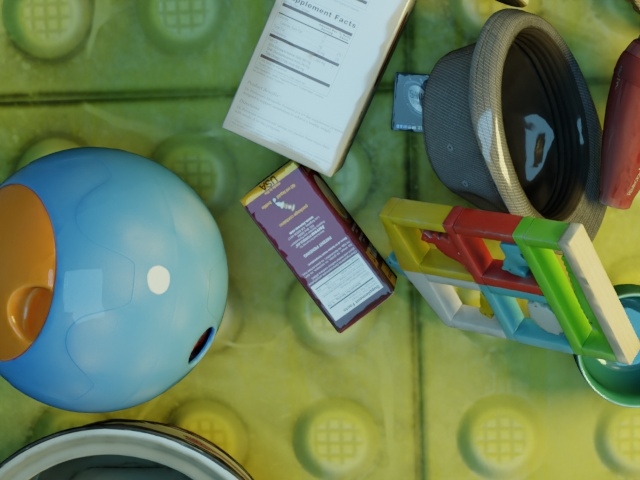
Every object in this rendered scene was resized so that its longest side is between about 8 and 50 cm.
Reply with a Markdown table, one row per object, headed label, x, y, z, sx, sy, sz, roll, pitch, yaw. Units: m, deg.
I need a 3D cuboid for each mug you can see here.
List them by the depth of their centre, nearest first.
| label | x | y | z | sx | sy | sz | roll | pitch | yaw |
| --- | --- | --- | --- | --- | --- | --- | --- | --- | --- |
| mug | 0.354 | 0.126 | 1.490 | 0.129 | 0.097 | 0.158 | -24 | 96 | 7 |

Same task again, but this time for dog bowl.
| label | x | y | z | sx | sy | sz | roll | pitch | yaw |
| --- | --- | --- | --- | --- | --- | --- | --- | --- | --- |
| dog bowl | -0.222 | 0.394 | 1.550 | 0.408 | 0.150 | 0.408 | 1 | 98 | 4 |

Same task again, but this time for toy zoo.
| label | x | y | z | sx | sy | sz | roll | pitch | yaw |
| --- | --- | --- | --- | --- | --- | --- | --- | --- | --- |
| toy zoo | 0.183 | 0.039 | 1.419 | 0.030 | 0.293 | 0.192 | -53 | 131 | -25 |

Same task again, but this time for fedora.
| label | x | y | z | sx | sy | sz | roll | pitch | yaw |
| --- | --- | --- | --- | --- | --- | --- | --- | --- | --- |
| fedora | 0.200 | -0.112 | 1.432 | 0.124 | 0.244 | 0.275 | -6 | 133 | 38 |

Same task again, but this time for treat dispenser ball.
| label | x | y | z | sx | sy | sz | roll | pitch | yaw |
| --- | --- | --- | --- | --- | --- | --- | --- | --- | --- |
| treat dispenser ball | -0.243 | 0.042 | 1.430 | 0.288 | 0.288 | 0.288 | 1 | 98 | 4 |

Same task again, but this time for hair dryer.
| label | x | y | z | sx | sy | sz | roll | pitch | yaw |
| --- | --- | --- | --- | --- | --- | --- | --- | --- | --- |
| hair dryer | 0.412 | -0.142 | 1.422 | 0.293 | 0.080 | 0.223 | -40 | 112 | 7 |

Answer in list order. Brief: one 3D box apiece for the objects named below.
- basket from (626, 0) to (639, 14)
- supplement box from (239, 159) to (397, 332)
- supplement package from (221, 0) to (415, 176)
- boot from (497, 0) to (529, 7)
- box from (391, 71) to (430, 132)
| label | x | y | z | sx | sy | sz | roll | pitch | yaw |
| --- | --- | --- | --- | --- | --- | --- | --- | --- | --- |
| basket | 0.412 | -0.380 | 1.353 | 0.299 | 0.213 | 0.223 | -39 | 93 | 9 |
| supplement box | 0.000 | 0.000 | 1.496 | 0.081 | 0.104 | 0.188 | -37 | 94 | 9 |
| supplement package | 0.008 | -0.211 | 1.447 | 0.134 | 0.139 | 0.244 | 25 | 100 | 2 |
| boot | 0.187 | -0.357 | 1.406 | 0.165 | 0.077 | 0.213 | -49 | 54 | 6 |
| box | 0.124 | -0.156 | 1.506 | 0.083 | 0.018 | 0.067 | 6 | 99 | 4 |
